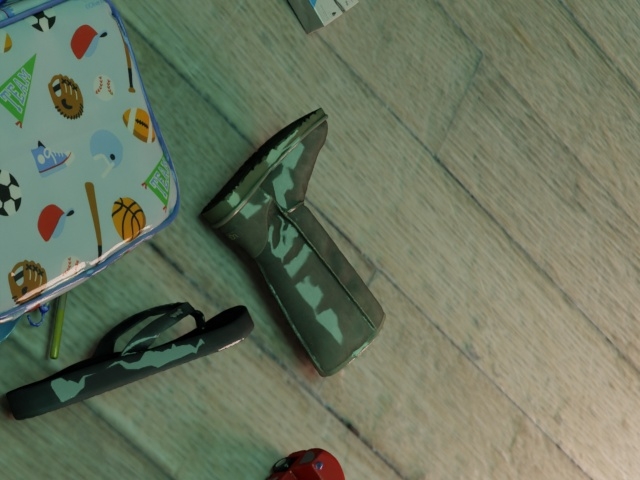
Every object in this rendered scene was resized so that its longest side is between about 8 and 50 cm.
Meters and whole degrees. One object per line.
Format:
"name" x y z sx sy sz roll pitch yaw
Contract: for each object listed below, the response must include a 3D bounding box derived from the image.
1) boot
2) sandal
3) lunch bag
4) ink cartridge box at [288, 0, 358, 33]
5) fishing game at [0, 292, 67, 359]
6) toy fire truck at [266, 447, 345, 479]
"boot" 0.000 0.000 1.602 0.208 0.076 0.190 47 64 -11
"sandal" -0.157 0.091 1.413 0.254 0.097 0.054 -18 90 -44
"lunch bag" -0.251 -0.076 1.316 0.303 0.115 0.243 -36 109 -52
"ink cartridge box" 0.007 -0.258 1.726 0.083 0.028 0.048 -42 105 -42
"fishing game" -0.312 0.007 1.342 0.264 0.041 0.189 27 56 -33
"toy fire truck" -0.025 0.249 1.453 0.192 0.135 0.047 -43 106 -41
